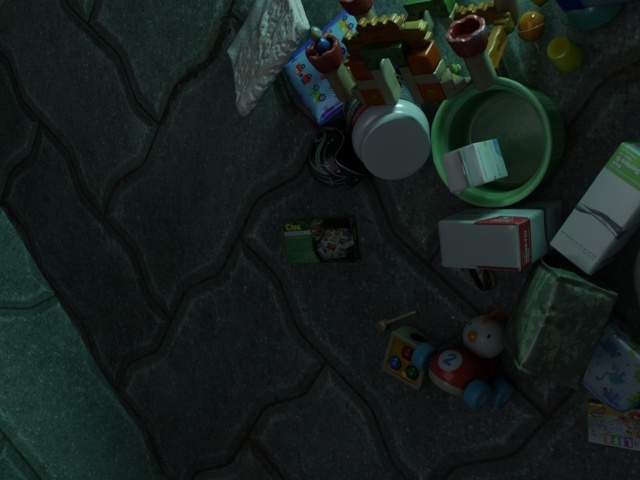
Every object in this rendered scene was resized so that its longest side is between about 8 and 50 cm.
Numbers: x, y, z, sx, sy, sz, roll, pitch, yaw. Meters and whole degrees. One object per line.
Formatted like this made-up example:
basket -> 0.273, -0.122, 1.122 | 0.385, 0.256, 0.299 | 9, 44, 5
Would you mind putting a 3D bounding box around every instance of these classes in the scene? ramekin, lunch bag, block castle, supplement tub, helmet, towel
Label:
ramekin -> 0.429, -0.237, 1.829 | 0.303, 0.148, 0.304 | 10, 107, 36
lunch bag -> 0.525, 0.169, 1.748 | 0.168, 0.287, 0.235 | 18, 102, -3
block castle -> 0.206, -0.494, 1.767 | 0.453, 0.303, 0.213 | 3, 144, 36
supplement tub -> 0.164, -0.291, 1.924 | 0.272, 0.191, 0.191 | -101, 33, -54
lunch bag -> 0.676, 0.279, 1.793 | 0.219, 0.090, 0.176 | 44, 122, 22
helmet -> 0.045, -0.218, 2.127 | 0.169, 0.169, 0.162 | 3, 87, 37
towel -> -0.160, -0.565, 2.181 | 0.332, 0.053, 0.317 | -50, 39, 34
lunch bag -> 0.074, -0.478, 2.078 | 0.293, 0.138, 0.221 | -39, 73, 27

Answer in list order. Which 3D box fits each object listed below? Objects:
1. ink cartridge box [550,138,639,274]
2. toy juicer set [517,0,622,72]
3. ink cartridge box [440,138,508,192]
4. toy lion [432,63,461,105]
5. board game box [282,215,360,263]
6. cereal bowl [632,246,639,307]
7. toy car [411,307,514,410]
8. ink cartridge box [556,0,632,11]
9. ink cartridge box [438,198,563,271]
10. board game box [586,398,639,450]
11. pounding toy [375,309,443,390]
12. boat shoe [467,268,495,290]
ink cartridge box -> 0.645, -0.077, 1.665 | 0.114, 0.198, 0.273 | 42, 122, 23
toy juicer set -> 0.574, -0.548, 1.698 | 0.329, 0.089, 0.209 | -55, 49, 14
ink cartridge box -> 0.341, -0.167, 1.725 | 0.089, 0.143, 0.092 | -17, 90, 39
toy lion -> 0.313, -0.395, 1.962 | 0.096, 0.034, 0.100 | 3, 102, 45
board game box -> 0.000, 0.000, 2.296 | 0.259, 0.030, 0.136 | -2, 101, 38
cereal bowl -> 0.819, 0.093, 1.608 | 0.338, 0.141, 0.339 | 11, 107, 37
toy car -> 0.393, 0.270, 1.956 | 0.219, 0.210, 0.238 | 33, 106, 41
ink cartridge box -> 0.611, -0.626, 1.541 | 0.395, 0.151, 0.270 | 2, 78, 38
ink cartridge box -> 0.429, -0.019, 1.802 | 0.196, 0.272, 0.114 | 3, 106, 38
board game box -> 0.719, 0.442, 1.837 | 0.154, 0.026, 0.104 | 1, 101, 38
pounding toy -> 0.227, 0.285, 2.141 | 0.206, 0.094, 0.181 | 26, 115, 30
boat shoe -> 0.401, 0.059, 1.982 | 0.056, 0.049, 0.152 | -35, 78, 38
